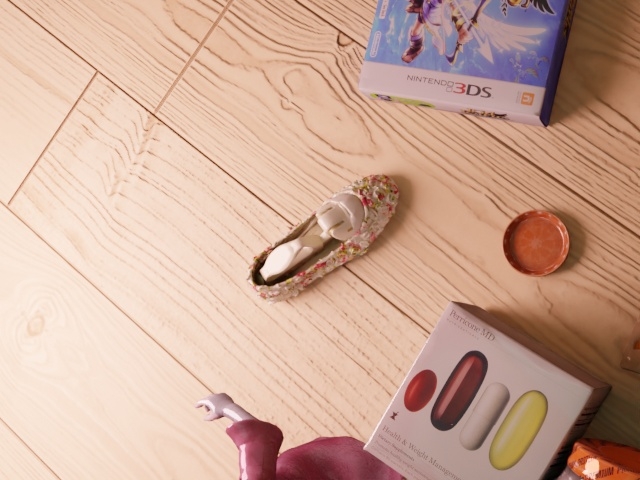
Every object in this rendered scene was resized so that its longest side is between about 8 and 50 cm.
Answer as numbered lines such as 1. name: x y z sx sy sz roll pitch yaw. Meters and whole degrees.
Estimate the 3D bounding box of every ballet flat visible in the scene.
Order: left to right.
1. ballet flat: 0.000 0.000 1.437 0.241 0.077 0.091 -41 70 11

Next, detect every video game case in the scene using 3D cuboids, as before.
1. video game case: 0.196 -0.297 1.408 0.244 0.061 0.269 12 87 21

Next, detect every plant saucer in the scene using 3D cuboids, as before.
1. plant saucer: 0.266 0.004 1.365 0.084 0.013 0.083 -3 81 21

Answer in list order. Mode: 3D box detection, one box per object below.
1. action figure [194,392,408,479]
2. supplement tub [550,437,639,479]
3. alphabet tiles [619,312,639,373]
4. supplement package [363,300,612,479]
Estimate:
1. action figure: -0.062 0.332 1.259 0.276 0.370 0.248 23 92 22
2. supplement tub: 0.304 0.387 1.191 0.194 0.194 0.315 17 94 23
3. alphabet tiles: 0.495 0.075 1.197 0.285 0.011 0.342 16 75 39
4. supplement package: 0.198 0.207 1.292 0.194 0.149 0.203 31 96 22
